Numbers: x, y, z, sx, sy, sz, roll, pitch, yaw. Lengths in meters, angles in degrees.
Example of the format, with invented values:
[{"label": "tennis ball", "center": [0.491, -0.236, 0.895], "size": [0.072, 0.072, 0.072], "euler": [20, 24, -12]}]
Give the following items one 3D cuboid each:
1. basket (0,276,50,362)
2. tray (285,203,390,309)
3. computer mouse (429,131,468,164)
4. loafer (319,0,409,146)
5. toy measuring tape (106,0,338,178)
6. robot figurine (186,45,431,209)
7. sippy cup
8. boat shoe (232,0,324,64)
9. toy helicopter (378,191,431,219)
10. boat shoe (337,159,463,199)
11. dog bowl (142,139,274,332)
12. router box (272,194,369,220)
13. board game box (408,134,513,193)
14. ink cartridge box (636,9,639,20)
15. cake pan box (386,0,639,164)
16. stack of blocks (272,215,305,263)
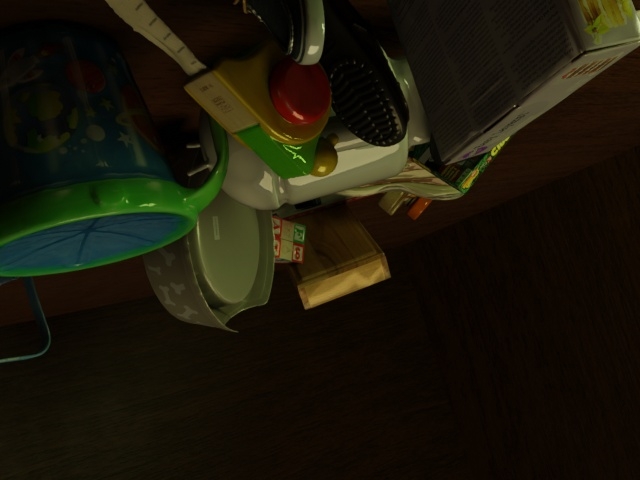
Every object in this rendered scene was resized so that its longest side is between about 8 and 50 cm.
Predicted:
[{"label": "basket", "center": [-0.558, 0.060, 0.933], "size": [0.201, 0.288, 0.255], "euler": [-15, 176, 30]}, {"label": "tray", "center": [0.000, 0.000, 1.506], "size": [0.203, 0.076, 0.411], "euler": [-21, -150, -6]}, {"label": "computer mouse", "center": [0.225, -0.217, 0.794], "size": [0.072, 0.272, 0.188], "euler": [27, -164, 25]}, {"label": "loafer", "center": [0.039, -0.207, 0.676], "size": [0.080, 0.220, 0.078], "euler": [-13, -154, 48]}, {"label": "toy measuring tape", "center": [-0.085, -0.188, 0.616], "size": [0.121, 0.121, 0.330], "euler": [-22, 128, 35]}, {"label": "robot figurine", "center": [-0.014, -0.160, 0.856], "size": [0.354, 0.199, 0.300], "euler": [-16, -165, -5]}, {"label": "sippy cup", "center": [-0.276, -0.098, 0.677], "size": [0.306, 0.224, 0.240], "euler": [-10, 169, -38]}, {"label": "boat shoe", "center": [-0.060, -0.213, 0.504], "size": [0.083, 0.183, 0.065], "euler": [-10, 152, -20]}, {"label": "toy helicopter", "center": [0.226, -0.150, 1.502], "size": [0.235, 0.140, 0.355], "euler": [-51, 174, 26]}, {"label": "boat shoe", "center": [0.114, -0.153, 1.095], "size": [0.325, 0.123, 0.116], "euler": [1, 133, -4]}, {"label": "dog bowl", "center": [-0.189, -0.013, 1.072], "size": [0.102, 0.348, 0.349], "euler": [-6, 175, 17]}, {"label": "router box", "center": [-0.039, -0.126, 1.419], "size": [0.336, 0.082, 0.301], "euler": [-16, 172, 1]}, {"label": "board game box", "center": [0.242, -0.202, 0.901], "size": [0.259, 0.136, 0.030], "euler": [-51, 138, 2]}, {"label": "ink cartridge box", "center": [0.383, -0.315, 1.030], "size": [0.333, 0.065, 0.165], "euler": [-21, 169, 18]}, {"label": "cake pan box", "center": [0.151, -0.227, 0.585], "size": [0.070, 0.245, 0.267], "euler": [-14, 170, -15]}, {"label": "stack of blocks", "center": [-0.203, -0.003, 1.384], "size": [0.297, 0.087, 0.171], "euler": [-1, 170, 36]}]
